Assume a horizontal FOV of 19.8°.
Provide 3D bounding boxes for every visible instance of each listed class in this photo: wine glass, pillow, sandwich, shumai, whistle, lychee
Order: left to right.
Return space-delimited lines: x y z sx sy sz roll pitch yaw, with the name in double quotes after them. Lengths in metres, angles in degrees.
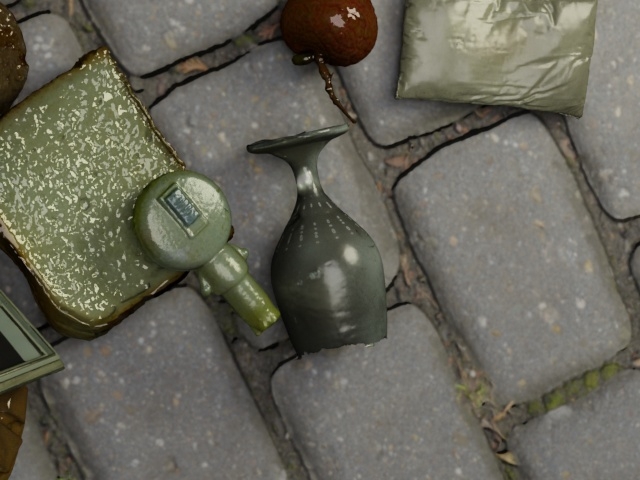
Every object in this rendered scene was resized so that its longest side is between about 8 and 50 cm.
-0.371 -0.193 1.896 0.105 0.139 0.123 33 49 17 "shumai"
-0.244 -0.041 1.924 0.226 0.087 0.251 -41 100 -23 "sandwich"
-0.112 0.015 1.896 0.104 0.057 0.198 -44 101 -23 "whistle"
0.000 0.000 1.973 0.126 0.126 0.241 -14 92 -14 "wine glass"
0.013 -0.224 1.976 0.114 0.101 0.140 20 49 -13 "lychee"
0.197 -0.220 2.060 0.230 0.050 0.148 4 85 -12 "pillow"

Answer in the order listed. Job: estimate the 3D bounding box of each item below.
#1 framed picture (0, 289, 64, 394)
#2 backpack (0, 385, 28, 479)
-0.404 0.043 1.758 0.293 0.231 0.018 47 119 13 "framed picture"
-0.484 0.165 1.803 0.378 0.201 0.353 24 69 -21 "backpack"
